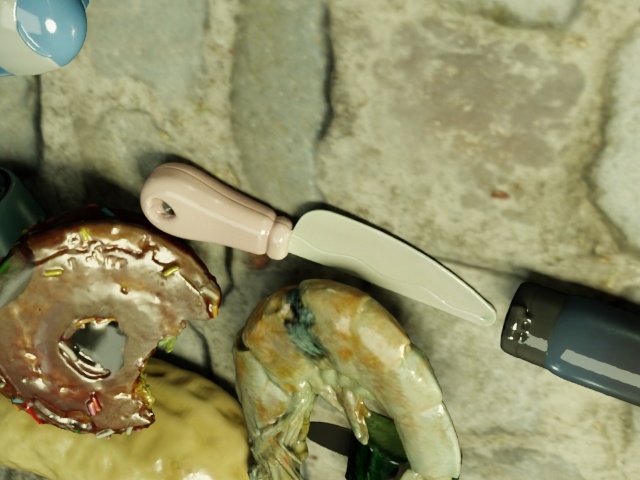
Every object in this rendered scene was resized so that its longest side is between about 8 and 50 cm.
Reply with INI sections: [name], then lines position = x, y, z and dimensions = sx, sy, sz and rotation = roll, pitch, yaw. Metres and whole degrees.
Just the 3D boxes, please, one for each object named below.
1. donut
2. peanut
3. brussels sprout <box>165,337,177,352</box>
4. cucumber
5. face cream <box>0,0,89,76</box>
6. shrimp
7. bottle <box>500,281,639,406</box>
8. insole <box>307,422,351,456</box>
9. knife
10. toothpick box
[donut]
position = -0.214, 0.068, 1.670
dimensions = 0.216, 0.096, 0.230
rotation = 14, 116, -14
[peanut]
position = -0.228, 0.196, 1.865
dimensions = 0.387, 0.169, 0.192
rotation = 20, 145, 22
[brussels sprout]
position = -0.180, 0.077, 1.766
dimensions = 0.085, 0.058, 0.085
rotation = 1, 114, 3
[cucumber]
position = 0.074, 0.235, 1.761
dimensions = 0.116, 0.062, 0.115
rotation = 22, 134, 14
[face cream]
position = -0.311, -0.200, 1.505
dimensions = 0.264, 0.083, 0.149
rotation = 11, 144, 27
[shrimp]
position = 0.016, 0.171, 1.662
dimensions = 0.247, 0.085, 0.360
rotation = 37, 143, 13
[bottle]
position = 0.265, 0.099, 1.445
dimensions = 0.244, 0.082, 0.072
rotation = 19, 99, 16
[insole]
position = 0.047, 0.209, 1.809
dimensions = 0.153, 0.002, 0.053
rotation = 8, 139, 31
[knife]
position = 0.000, -0.002, 1.567
dimensions = 0.336, 0.043, 0.081
rotation = 17, 138, 11
[toothpick box]
position = -0.306, 0.021, 1.747
dimensions = 0.120, 0.120, 0.184
rotation = 3, 134, 35
